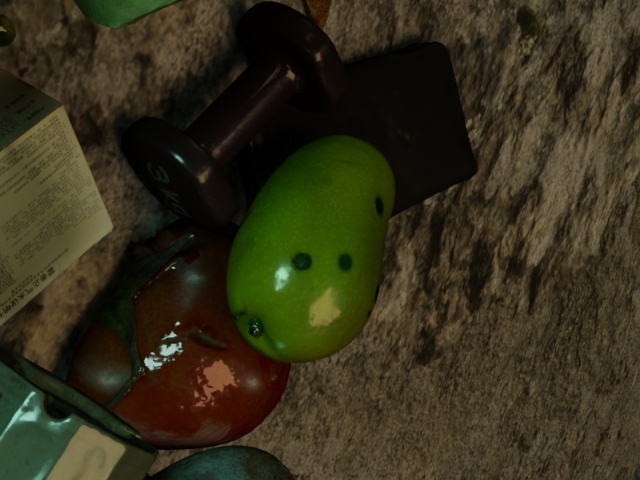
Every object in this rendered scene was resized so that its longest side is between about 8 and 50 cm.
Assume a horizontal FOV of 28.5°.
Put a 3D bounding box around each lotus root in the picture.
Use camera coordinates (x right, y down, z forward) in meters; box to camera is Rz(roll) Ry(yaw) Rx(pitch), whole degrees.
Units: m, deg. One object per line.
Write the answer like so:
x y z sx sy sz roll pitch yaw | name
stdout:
-0.148 0.305 1.307 0.322 0.140 0.158 -12 143 -56 | lotus root

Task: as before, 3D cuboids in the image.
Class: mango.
0.000 0.000 1.327 0.175 0.143 0.293 55 43 -30 | mango

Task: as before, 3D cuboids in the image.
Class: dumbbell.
-0.085 -0.128 1.287 0.225 0.124 0.140 -49 140 -20 | dumbbell

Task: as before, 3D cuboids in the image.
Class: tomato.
-0.120 0.133 1.396 0.309 0.170 0.309 -34 138 -37 | tomato

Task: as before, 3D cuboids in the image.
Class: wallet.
0.047 -0.111 1.499 0.377 0.051 0.197 -28 107 -41 | wallet

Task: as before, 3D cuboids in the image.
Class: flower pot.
-0.294 0.241 1.111 0.259 0.290 0.290 -57 148 -5 | flower pot

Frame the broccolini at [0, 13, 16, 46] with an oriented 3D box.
-0.312 -0.215 0.996 0.067 0.058 0.216 -24 161 17 | broccolini

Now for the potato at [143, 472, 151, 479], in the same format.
-0.243 0.341 1.422 0.157 0.157 0.194 27 77 -58 | potato

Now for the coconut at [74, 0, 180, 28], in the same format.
-0.116 -0.317 0.960 0.281 0.328 0.328 19 99 -28 | coconut

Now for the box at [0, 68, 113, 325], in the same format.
-0.303 -0.016 1.099 0.212 0.095 0.168 -43 142 -25 | box

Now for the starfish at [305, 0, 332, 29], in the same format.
-0.004 -0.337 1.311 0.299 0.060 0.302 -57 148 -12 | starfish
